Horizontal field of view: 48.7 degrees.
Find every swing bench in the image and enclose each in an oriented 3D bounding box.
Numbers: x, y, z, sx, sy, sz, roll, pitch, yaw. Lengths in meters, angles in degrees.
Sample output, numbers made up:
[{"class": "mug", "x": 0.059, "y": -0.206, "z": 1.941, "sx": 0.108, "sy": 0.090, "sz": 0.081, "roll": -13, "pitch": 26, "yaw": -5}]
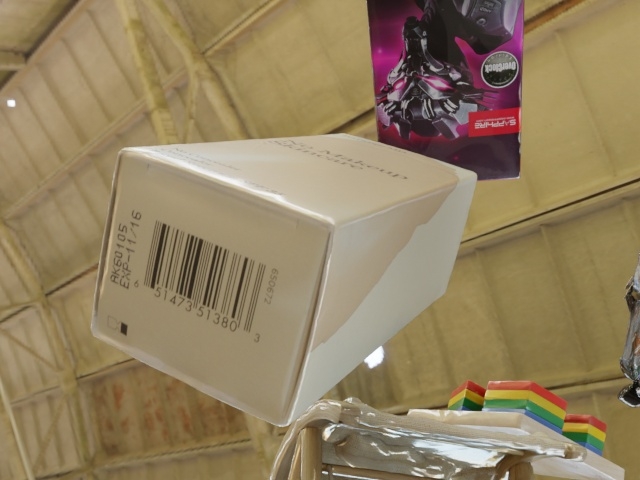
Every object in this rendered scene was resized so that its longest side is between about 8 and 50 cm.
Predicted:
[{"class": "swing bench", "x": 0.085, "y": 0.287, "z": 0.636, "sx": 0.165, "sy": 0.253, "sz": 0.254, "roll": 147, "pitch": -45, "yaw": -62}]

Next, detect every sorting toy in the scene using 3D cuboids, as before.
[{"class": "sorting toy", "x": 0.326, "y": 0.312, "z": 1.186, "sx": 0.255, "sy": 0.257, "sz": 0.089, "roll": -18, "pitch": -133, "yaw": 55}]

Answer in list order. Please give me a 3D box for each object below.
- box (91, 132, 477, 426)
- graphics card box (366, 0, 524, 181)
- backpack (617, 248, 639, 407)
[{"class": "box", "x": 0.000, "y": 0.000, "z": 0.518, "sx": 0.148, "sy": 0.311, "sz": 0.121, "roll": 20, "pitch": -73, "yaw": 20}, {"class": "graphics card box", "x": 0.195, "y": -0.267, "z": 1.106, "sx": 0.233, "sy": 0.094, "sz": 0.371, "roll": -3, "pitch": -62, "yaw": 7}, {"class": "backpack", "x": 0.496, "y": 0.067, "z": 0.835, "sx": 0.276, "sy": 0.213, "sz": 0.263, "roll": 6, "pitch": -77, "yaw": 5}]
